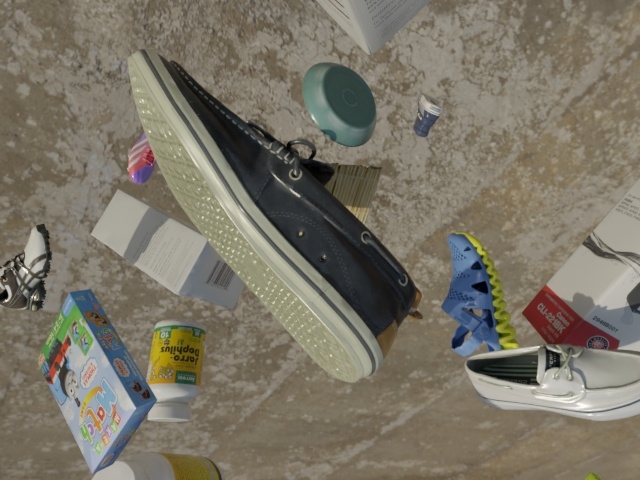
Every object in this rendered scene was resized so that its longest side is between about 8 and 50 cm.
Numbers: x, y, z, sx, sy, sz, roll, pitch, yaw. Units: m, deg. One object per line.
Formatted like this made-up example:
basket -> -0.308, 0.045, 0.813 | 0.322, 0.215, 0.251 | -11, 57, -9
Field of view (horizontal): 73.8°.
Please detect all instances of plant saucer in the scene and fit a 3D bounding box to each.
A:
plant saucer -> 0.032, -0.180, 0.548 | 0.120, 0.119, 0.021 | 19, 155, -31

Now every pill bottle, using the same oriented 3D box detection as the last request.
pill bottle -> -0.395, 0.627, 1.052 | 0.188, 0.187, 0.334 | -26, 145, 8
pill bottle -> -0.325, 0.291, 0.955 | 0.118, 0.208, 0.117 | 0, 153, 0

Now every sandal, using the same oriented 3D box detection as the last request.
sandal -> 0.335, 0.135, 0.954 | 0.138, 0.316, 0.126 | -17, 179, 8

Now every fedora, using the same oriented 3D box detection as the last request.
fedora -> 0.242, 0.159, 1.291 | 0.195, 0.194, 0.079 | 25, 102, -34

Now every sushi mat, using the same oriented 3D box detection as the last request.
sushi mat -> 0.000, 0.000, 0.769 | 0.152, 0.019, 0.316 | 3, 126, -15

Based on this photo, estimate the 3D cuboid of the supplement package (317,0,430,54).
supplement package -> 0.020, -0.313, 0.275 | 0.199, 0.198, 0.263 | -41, 164, 12

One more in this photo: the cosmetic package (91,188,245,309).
cosmetic package -> -0.391, 0.019, 1.135 | 0.156, 0.385, 0.217 | -63, 148, -6

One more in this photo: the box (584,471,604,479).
box -> 0.305, 0.368, 0.474 | 0.109, 0.042, 0.178 | 33, 94, 6

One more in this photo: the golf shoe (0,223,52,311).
golf shoe -> -0.607, 0.058, 0.869 | 0.094, 0.077, 0.198 | 7, 108, -39

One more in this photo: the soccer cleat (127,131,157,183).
soccer cleat -> -0.496, -0.282, 1.273 | 0.095, 0.247, 0.083 | 1, 155, 30

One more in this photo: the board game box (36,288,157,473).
board game box -> -0.338, 0.203, 0.631 | 0.160, 0.211, 0.039 | -54, 156, 21

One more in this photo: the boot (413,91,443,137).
boot -> 0.281, -0.344, 1.159 | 0.069, 0.190, 0.086 | 25, 119, -2

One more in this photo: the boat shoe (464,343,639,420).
boat shoe -> 0.287, 0.166, 0.519 | 0.226, 0.083, 0.075 | -24, 118, 37

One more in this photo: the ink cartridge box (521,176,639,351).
ink cartridge box -> 0.474, 0.073, 0.616 | 0.197, 0.114, 0.272 | 29, 108, -9

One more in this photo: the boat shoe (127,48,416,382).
boat shoe -> -0.069, -0.053, 0.559 | 0.156, 0.500, 0.186 | -38, 173, -26
